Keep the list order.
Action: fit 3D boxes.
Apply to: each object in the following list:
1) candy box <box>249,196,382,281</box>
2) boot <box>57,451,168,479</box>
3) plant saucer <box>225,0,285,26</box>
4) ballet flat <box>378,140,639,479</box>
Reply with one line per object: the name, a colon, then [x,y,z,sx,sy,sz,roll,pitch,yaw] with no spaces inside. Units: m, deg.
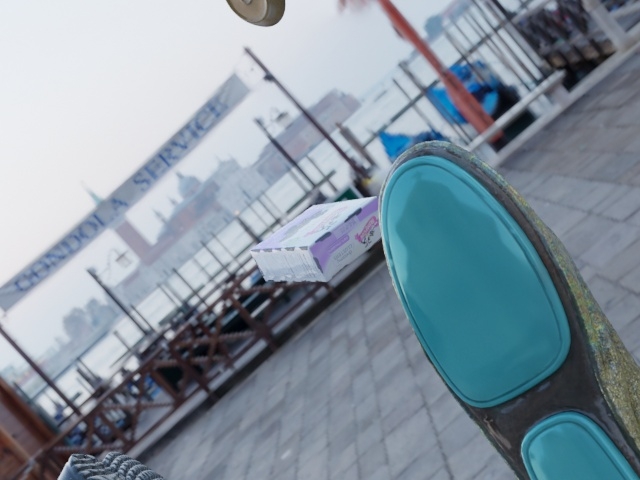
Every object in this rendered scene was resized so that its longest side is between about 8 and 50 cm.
candy box: [0.000,0.000,1.507,0.165,0.070,0.196,-36,17,-29]
boot: [-0.175,0.245,0.652,0.161,0.083,0.246,-58,-15,-10]
plant saucer: [-0.073,-0.252,0.895,0.015,0.083,0.083,-47,7,-33]
ballet flat: [0.155,0.091,0.569,0.123,0.349,0.123,-29,-11,-6]
